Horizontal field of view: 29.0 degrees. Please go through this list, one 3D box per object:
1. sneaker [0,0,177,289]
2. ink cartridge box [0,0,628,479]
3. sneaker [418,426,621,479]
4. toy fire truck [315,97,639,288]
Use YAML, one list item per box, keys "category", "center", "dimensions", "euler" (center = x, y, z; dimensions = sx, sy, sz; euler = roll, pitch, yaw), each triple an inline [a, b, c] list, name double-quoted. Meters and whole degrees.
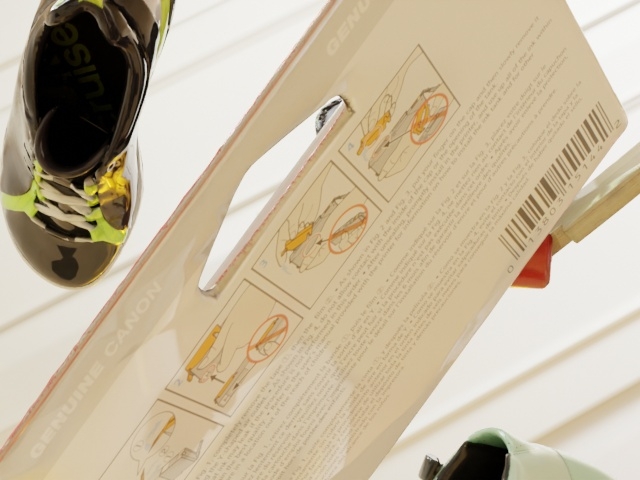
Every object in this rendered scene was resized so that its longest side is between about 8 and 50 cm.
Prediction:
- category: "sneaker"
  center: [-0.138, -0.054, 0.659]
  dimensions: [0.097, 0.084, 0.234]
  euler: [-76, 2, -53]
- category: "ink cartridge box"
  center: [0.000, 0.000, 0.537]
  dimensions: [0.066, 0.296, 0.261]
  euler: [35, 177, 33]
- category: "sneaker"
  center: [0.086, 0.234, 0.719]
  dimensions: [0.151, 0.255, 0.094]
  euler: [32, 162, -32]
- category: "toy fire truck"
  center: [0.122, -0.054, 0.834]
  dimensions: [0.158, 0.247, 0.217]
  euler: [83, -164, -44]
